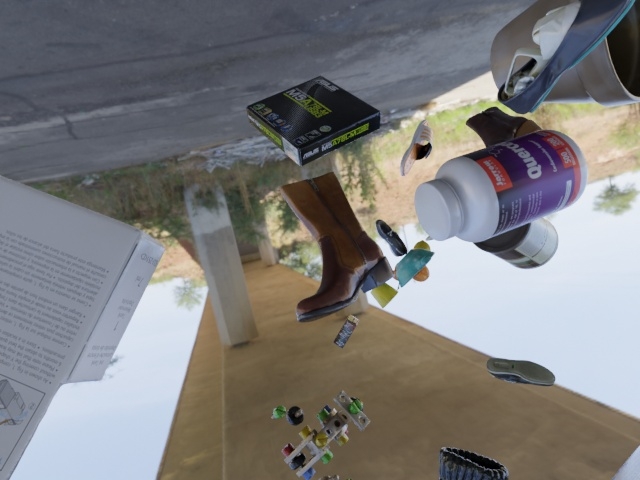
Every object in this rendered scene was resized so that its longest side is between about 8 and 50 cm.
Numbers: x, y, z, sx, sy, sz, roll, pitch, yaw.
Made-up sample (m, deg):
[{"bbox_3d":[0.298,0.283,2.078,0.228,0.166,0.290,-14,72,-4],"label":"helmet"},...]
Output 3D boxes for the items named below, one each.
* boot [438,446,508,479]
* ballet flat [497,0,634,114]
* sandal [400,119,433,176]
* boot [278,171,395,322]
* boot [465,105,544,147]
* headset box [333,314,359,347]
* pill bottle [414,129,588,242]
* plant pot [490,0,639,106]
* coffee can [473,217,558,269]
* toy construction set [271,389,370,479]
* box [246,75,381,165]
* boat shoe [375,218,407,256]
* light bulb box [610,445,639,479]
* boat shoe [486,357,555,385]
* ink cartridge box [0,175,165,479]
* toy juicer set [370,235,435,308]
[{"bbox_3d":[0.300,0.679,1.069,0.348,0.260,0.131,4,178,8],"label":"boot"},{"bbox_3d":[0.284,-0.233,0.508,0.074,0.074,0.203,-14,164,-9],"label":"ballet flat"},{"bbox_3d":[0.372,-0.333,1.512,0.076,0.102,0.265,16,-118,26],"label":"sandal"},{"bbox_3d":[0.000,0.000,0.828,0.264,0.280,0.096,-27,173,-31],"label":"boot"},{"bbox_3d":[0.482,-0.286,1.160,0.248,0.090,0.207,-27,-134,-12],"label":"boot"},{"bbox_3d":[0.071,0.240,1.096,0.032,0.083,0.062,32,-174,9],"label":"headset box"},{"bbox_3d":[0.369,-0.108,0.855,0.323,0.181,0.181,-19,-173,-14],"label":"pill bottle"},{"bbox_3d":[0.574,-0.454,0.949,0.323,0.323,0.280,-16,-169,-31],"label":"plant pot"},{"bbox_3d":[0.655,-0.026,1.381,0.275,0.201,0.201,19,161,-42],"label":"coffee can"},{"bbox_3d":[0.042,0.608,1.225,0.257,0.309,0.237,4,140,-37],"label":"toy construction set"},{"bbox_3d":[-0.016,-0.234,0.775,0.184,0.045,0.190,-31,-127,-19],"label":"box"},{"bbox_3d":[0.200,-0.009,1.146,0.046,0.125,0.038,-35,-173,-29],"label":"boat shoe"},{"bbox_3d":[0.614,0.537,0.590,0.358,0.225,0.361,38,-174,34],"label":"light bulb box"},{"bbox_3d":[0.752,0.500,1.534,0.233,0.079,0.084,2,-136,35],"label":"boat shoe"},{"bbox_3d":[-0.333,0.064,0.354,0.296,0.261,0.066,21,165,5],"label":"ink cartridge box"},{"bbox_3d":[0.286,0.058,1.157,0.209,0.089,0.329,-38,167,-42],"label":"toy juicer set"}]
